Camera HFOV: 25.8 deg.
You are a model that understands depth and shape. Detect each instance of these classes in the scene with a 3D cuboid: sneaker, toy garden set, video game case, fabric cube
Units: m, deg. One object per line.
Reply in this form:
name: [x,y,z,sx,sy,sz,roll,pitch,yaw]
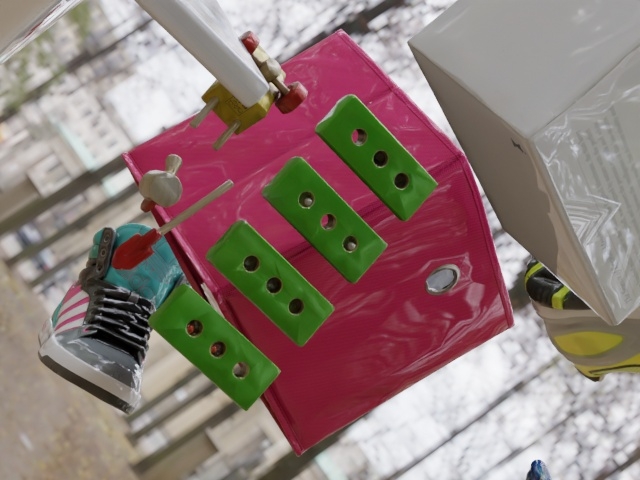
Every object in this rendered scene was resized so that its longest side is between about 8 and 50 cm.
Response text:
sneaker: [-0.211,0.074,1.515,0.124,0.178,0.295,33,-1,-20]
toy garden set: [-0.056,-0.024,1.115,0.204,0.244,0.049,45,-11,-21]
video game case: [-0.139,-0.209,0.982,0.227,0.026,0.206,43,10,-32]
fabric cube: [0.000,0.000,1.377,0.259,0.258,0.254,52,-12,45]
sneaker: [0.381,0.049,1.223,0.385,0.145,0.147,-1,-46,28]

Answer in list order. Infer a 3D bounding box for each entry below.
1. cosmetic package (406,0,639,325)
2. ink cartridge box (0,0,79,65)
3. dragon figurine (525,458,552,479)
cosmetic package: [0.211,-0.103,0.941,0.138,0.225,0.224,44,-7,41]
ink cartridge box: [-0.110,-0.137,0.474,0.119,0.207,0.353,50,30,-12]
dragon figurine: [0.102,0.146,0.563,0.144,0.085,0.289,29,-6,28]
